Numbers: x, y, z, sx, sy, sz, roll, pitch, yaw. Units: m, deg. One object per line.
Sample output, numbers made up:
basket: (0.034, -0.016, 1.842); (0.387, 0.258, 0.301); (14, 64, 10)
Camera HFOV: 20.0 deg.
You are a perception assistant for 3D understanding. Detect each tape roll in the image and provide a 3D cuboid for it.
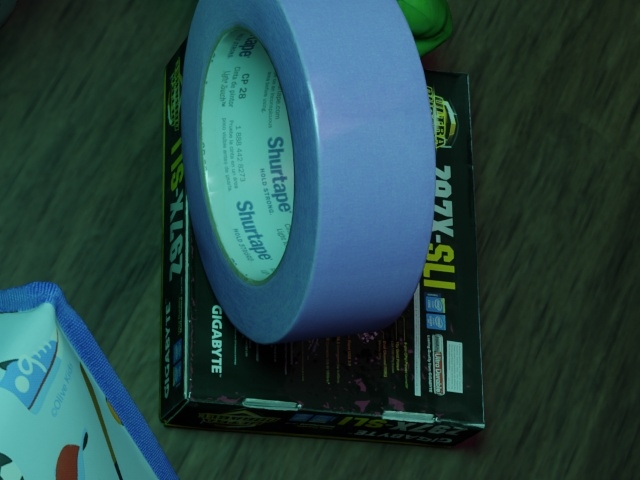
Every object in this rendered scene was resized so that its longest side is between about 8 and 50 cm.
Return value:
tape roll: (-0.016, -0.065, 1.318); (0.090, 0.275, 0.275); (-7, 73, -22)

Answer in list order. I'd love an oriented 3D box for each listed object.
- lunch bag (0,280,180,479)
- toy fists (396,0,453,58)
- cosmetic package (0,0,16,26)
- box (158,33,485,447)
lunch bag: (-0.226, 0.269, 1.167); (0.385, 0.239, 0.328); (61, 38, -43)
toy fists: (-0.016, -0.226, 1.509); (0.279, 0.142, 0.096); (25, 91, 27)
cosmetic package: (-0.428, -0.210, 1.267); (0.327, 0.329, 0.394); (43, 62, -4)
box: (0.000, 0.000, 1.500); (0.257, 0.079, 0.322); (7, 68, -21)
